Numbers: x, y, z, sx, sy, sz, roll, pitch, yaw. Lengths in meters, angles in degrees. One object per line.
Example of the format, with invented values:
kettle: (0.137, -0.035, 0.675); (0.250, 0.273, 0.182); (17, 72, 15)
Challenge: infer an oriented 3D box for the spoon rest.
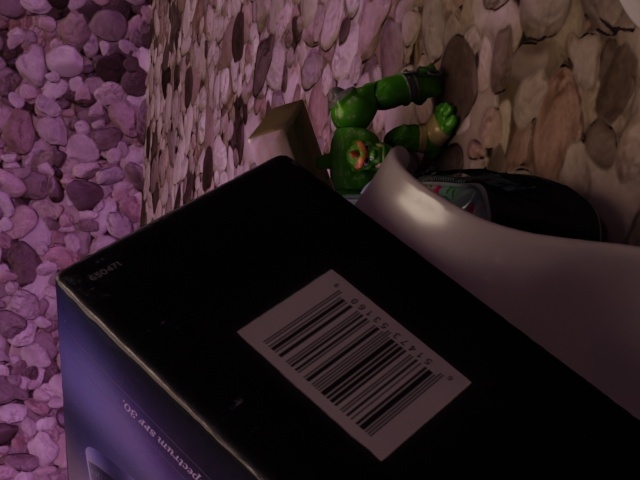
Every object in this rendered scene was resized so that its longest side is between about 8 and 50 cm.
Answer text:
spoon rest: (0.134, 0.038, 0.566); (0.137, 0.276, 0.084); (-58, -16, 11)

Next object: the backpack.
backpack: (0.088, 0.051, 0.761); (0.253, 0.191, 0.225); (-150, 64, -74)

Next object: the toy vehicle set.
toy vehicle set: (0.000, 0.000, 0.961); (0.166, 0.035, 0.266); (-71, -37, -72)

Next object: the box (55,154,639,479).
box: (0.000, 0.166, 0.572); (0.296, 0.183, 0.294); (38, 140, 25)

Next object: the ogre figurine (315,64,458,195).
ogre figurine: (0.063, -0.073, 0.924); (0.097, 0.118, 0.197); (-137, 52, -65)

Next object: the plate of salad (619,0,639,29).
plate of salad: (0.231, -0.221, 0.582); (0.200, 0.048, 0.199); (-177, 90, -69)
